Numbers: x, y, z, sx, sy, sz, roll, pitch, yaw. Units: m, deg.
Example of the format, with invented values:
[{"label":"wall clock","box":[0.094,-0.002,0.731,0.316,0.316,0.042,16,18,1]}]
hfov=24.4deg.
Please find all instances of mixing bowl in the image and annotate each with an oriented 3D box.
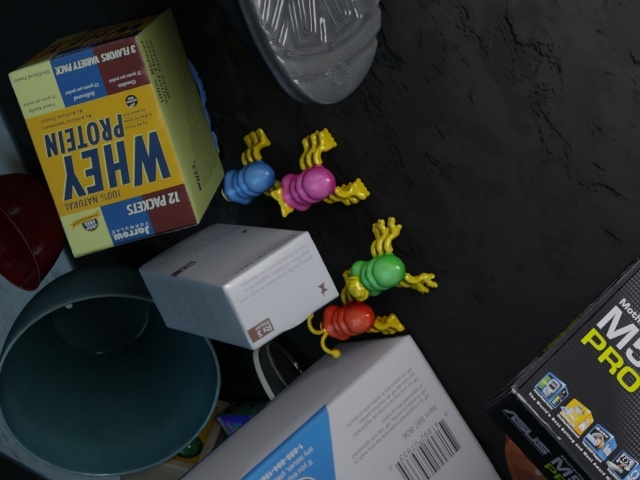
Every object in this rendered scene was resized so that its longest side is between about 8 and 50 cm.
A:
[{"label":"mixing bowl","box":[-0.427,-0.029,2.125,0.181,0.098,0.181,35,148,26]}]

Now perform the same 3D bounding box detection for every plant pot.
[{"label":"plant pot","box":[-0.292,0.146,2.005,0.195,0.290,0.290,-111,2,-58]}]

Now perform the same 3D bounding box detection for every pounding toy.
[{"label":"pounding toy","box":[-0.237,0.257,2.126,0.206,0.181,0.094,13,138,10]}]

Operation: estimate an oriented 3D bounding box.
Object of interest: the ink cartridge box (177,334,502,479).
[{"label":"ink cartridge box","box":[0.068,0.350,1.681,0.395,0.285,0.166,58,151,-11]}]

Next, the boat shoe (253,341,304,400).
[{"label":"boat shoe","box":[0.004,0.213,1.851,0.079,0.084,0.233,-43,76,21]}]

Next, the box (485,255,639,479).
[{"label":"box","box":[0.302,0.165,1.226,0.270,0.216,0.060,48,152,6]}]

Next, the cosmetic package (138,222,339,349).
[{"label":"cosmetic package","box":[-0.093,0.044,1.594,0.231,0.117,0.085,3,122,61]}]

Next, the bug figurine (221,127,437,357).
[{"label":"bug figurine","box":[0.000,0.000,1.599,0.279,0.072,0.216,54,150,-5]}]

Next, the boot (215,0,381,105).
[{"label":"boot","box":[-0.167,-0.296,1.417,0.445,0.146,0.367,2,117,50]}]

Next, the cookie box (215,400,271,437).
[{"label":"cookie box","box":[-0.084,0.267,2.045,0.107,0.040,0.092,-13,112,57]}]

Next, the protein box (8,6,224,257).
[{"label":"protein box","box":[-0.204,-0.117,1.536,0.201,0.136,0.199,-78,-29,-73]}]

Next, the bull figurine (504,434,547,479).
[{"label":"bull figurine","box":[0.298,0.309,1.513,0.188,0.101,0.310,-12,116,53]}]

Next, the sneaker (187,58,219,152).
[{"label":"sneaker","box":[-0.171,-0.145,1.664,0.067,0.078,0.188,18,135,45]}]
